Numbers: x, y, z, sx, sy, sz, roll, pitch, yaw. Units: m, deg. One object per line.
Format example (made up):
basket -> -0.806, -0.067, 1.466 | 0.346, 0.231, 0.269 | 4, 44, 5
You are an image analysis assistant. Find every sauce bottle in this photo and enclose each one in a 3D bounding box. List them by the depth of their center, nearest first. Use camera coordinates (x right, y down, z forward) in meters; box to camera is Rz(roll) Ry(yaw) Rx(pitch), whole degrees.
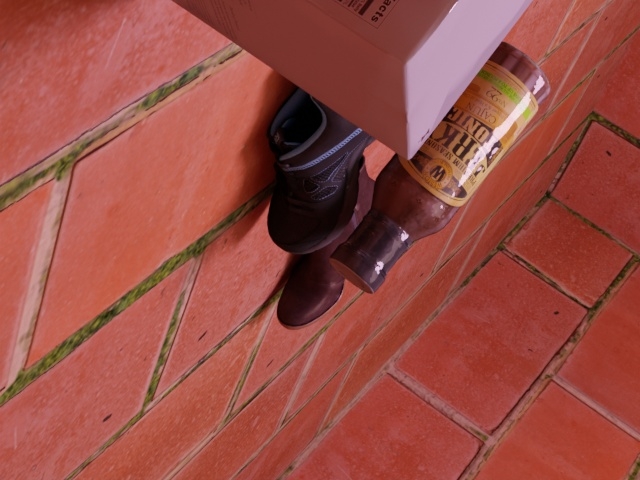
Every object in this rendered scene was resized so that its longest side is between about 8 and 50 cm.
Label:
sauce bottle -> 0.143, -0.086, 1.660 | 0.344, 0.111, 0.111 | -53, 167, -10

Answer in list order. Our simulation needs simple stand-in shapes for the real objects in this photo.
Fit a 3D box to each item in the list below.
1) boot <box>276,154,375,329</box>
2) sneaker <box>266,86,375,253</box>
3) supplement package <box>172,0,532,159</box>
boot -> 0.000, 0.000, 2.000 | 0.248, 0.090, 0.207 | -51, 154, -11
sneaker -> -0.015, -0.108, 1.625 | 0.139, 0.125, 0.341 | -10, 144, -32
supplement package -> 0.017, -0.235, 1.023 | 0.198, 0.262, 0.199 | -52, 167, -10
